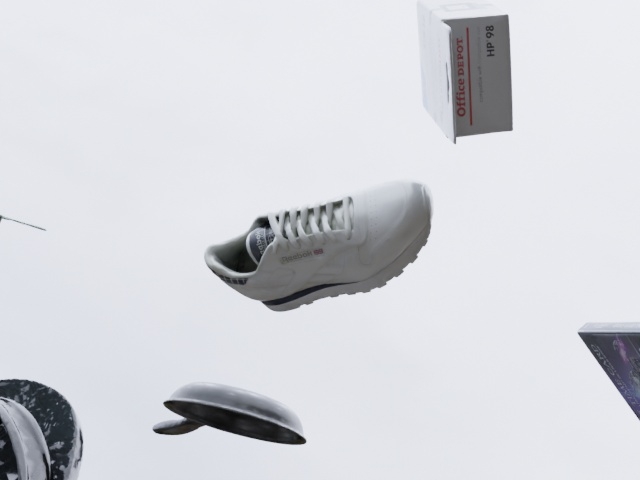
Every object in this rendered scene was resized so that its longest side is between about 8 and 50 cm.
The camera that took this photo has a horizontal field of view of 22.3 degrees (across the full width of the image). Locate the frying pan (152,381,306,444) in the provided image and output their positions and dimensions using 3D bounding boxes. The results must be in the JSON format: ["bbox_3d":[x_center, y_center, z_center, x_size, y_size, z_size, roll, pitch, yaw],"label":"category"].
[{"bbox_3d":[-0.121,0.245,2.208,0.197,0.053,0.326,17,-15,-5],"label":"frying pan"}]

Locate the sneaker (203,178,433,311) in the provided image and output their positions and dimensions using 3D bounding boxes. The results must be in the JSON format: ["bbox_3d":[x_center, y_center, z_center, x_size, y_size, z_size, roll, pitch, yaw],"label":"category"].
[{"bbox_3d":[0.000,0.000,1.497,0.235,0.090,0.095,-27,-41,34],"label":"sneaker"}]

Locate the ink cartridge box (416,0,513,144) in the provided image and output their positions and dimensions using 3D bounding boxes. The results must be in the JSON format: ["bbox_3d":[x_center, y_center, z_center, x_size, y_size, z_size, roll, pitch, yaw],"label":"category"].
[{"bbox_3d":[0.128,-0.151,1.413,0.060,0.104,0.180,-5,16,-4],"label":"ink cartridge box"}]

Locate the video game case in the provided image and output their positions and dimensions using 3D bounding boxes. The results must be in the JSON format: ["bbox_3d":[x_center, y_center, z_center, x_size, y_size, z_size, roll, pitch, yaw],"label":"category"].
[{"bbox_3d":[0.419,0.177,1.895,0.196,0.026,0.274,54,-14,-7],"label":"video game case"}]

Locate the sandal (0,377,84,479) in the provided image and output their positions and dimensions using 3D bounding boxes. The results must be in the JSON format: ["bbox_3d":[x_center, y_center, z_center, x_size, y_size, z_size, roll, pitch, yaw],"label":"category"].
[{"bbox_3d":[-0.335,0.248,1.620,0.168,0.445,0.107,-14,-61,3],"label":"sandal"}]

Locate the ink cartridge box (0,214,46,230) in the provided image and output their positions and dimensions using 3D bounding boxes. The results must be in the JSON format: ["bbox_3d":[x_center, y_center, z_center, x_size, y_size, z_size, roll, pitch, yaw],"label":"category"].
[{"bbox_3d":[-0.439,-0.018,1.894,0.209,0.062,0.109,18,-4,-24],"label":"ink cartridge box"}]
